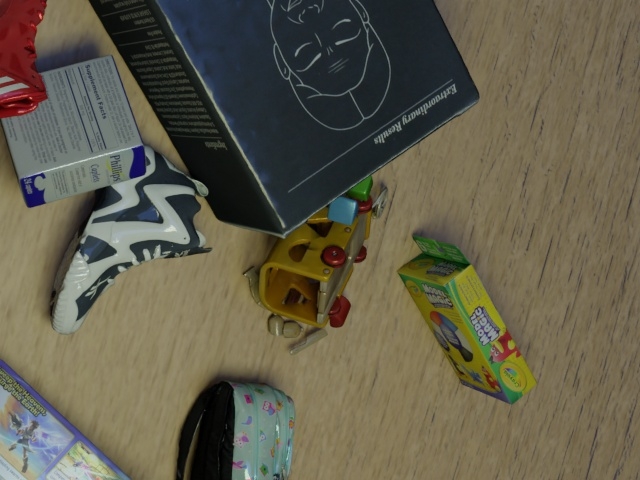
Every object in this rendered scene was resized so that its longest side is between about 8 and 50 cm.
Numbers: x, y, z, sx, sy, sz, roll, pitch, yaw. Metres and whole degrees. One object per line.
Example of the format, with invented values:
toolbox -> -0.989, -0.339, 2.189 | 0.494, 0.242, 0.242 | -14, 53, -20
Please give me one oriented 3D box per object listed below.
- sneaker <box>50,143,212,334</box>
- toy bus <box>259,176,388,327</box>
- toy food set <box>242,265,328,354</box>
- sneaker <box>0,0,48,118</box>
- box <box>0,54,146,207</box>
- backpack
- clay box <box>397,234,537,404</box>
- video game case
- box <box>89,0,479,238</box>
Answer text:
sneaker -> -0.205, 0.015, 1.415 | 0.153, 0.094, 0.235 | 24, 75, -17
toy bus -> -0.004, 0.004, 1.501 | 0.104, 0.202, 0.191 | 17, 90, 12
toy food set -> -0.042, 0.077, 1.543 | 0.078, 0.019, 0.122 | -29, 99, -20
sneaker -> -0.319, -0.208, 1.313 | 0.128, 0.087, 0.221 | 44, 62, -5
box -> -0.271, -0.119, 1.339 | 0.137, 0.072, 0.126 | -17, 65, -12
backpack -> -0.098, 0.259, 1.479 | 0.115, 0.152, 0.182 | 12, 78, -31
clay box -> 0.181, 0.099, 1.589 | 0.053, 0.127, 0.222 | -37, 109, -16
video game case -> -0.343, 0.309, 1.354 | 0.269, 0.061, 0.244 | 44, 72, -6
box -> -0.059, -0.252, 1.390 | 0.293, 0.212, 0.396 | -35, 108, -18
